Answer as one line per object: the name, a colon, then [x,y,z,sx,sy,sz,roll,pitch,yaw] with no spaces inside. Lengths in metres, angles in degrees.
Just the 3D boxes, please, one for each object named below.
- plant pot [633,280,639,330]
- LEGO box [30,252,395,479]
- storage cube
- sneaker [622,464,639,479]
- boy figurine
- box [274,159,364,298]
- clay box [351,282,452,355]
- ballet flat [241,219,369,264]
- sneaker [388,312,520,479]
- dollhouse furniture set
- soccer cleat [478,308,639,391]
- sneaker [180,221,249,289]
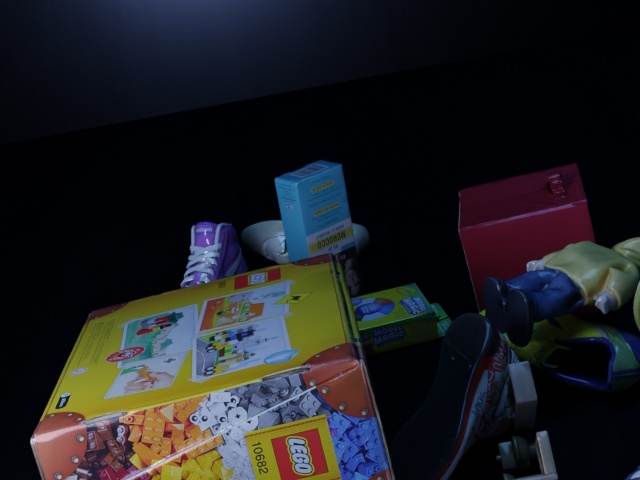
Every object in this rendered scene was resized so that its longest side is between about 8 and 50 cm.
plant pot: [0.539,0.129,1.471,0.276,0.276,0.254,-13,45,-5]
LEGO box: [-0.121,0.199,1.615,0.373,0.193,0.500,-13,13,1]
storage cube: [0.324,0.011,1.968,0.193,0.215,0.183,-13,20,11]
sneaker: [0.361,0.278,1.368,0.148,0.131,0.350,-17,11,20]
boy figurine: [0.357,0.056,1.749,0.285,0.092,0.177,-15,22,-28]
box: [0.000,0.000,2.105,0.100,0.244,0.060,-25,25,-32]
clay box: [0.090,0.126,2.001,0.222,0.053,0.127,-14,21,-7]
ballet flat: [-0.035,0.008,2.354,0.248,0.086,0.086,-3,22,17]
sneaker: [0.177,0.239,1.608,0.090,0.145,0.270,9,64,39]
dollhouse furniture set: [0.200,0.236,1.512,0.123,0.144,0.151,-10,65,3]
soccer cleat: [0.316,0.142,1.771,0.289,0.093,0.121,13,16,43]
sneaker: [-0.208,0.059,2.184,0.102,0.161,0.282,-3,23,16]
